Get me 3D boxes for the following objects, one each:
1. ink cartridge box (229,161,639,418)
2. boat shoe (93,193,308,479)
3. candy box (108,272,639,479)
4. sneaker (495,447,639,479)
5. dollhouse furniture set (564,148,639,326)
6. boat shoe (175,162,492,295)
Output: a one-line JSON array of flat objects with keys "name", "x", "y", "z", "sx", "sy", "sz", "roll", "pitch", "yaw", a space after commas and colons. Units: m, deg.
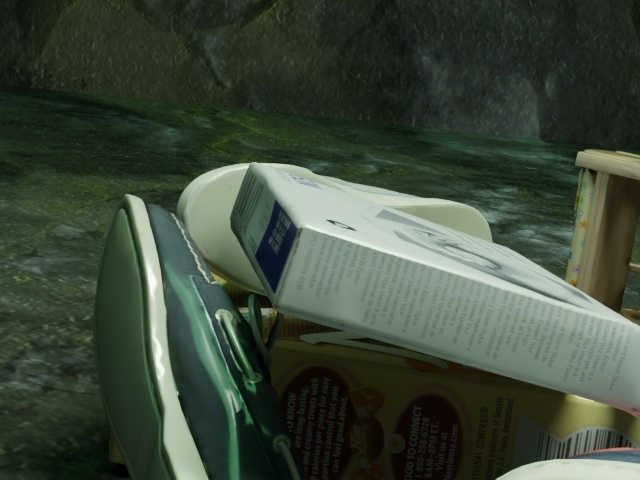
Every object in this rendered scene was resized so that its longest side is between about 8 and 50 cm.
[{"name": "ink cartridge box", "x": 0.073, "y": 0.025, "z": 0.715, "sx": 0.224, "sy": 0.045, "sz": 0.223, "roll": 19, "pitch": 6, "yaw": -12}, {"name": "boat shoe", "x": -0.055, "y": 0.072, "z": 0.700, "sx": 0.079, "sy": 0.095, "sz": 0.254, "roll": 2, "pitch": 37, "yaw": -23}, {"name": "candy box", "x": 0.053, "y": 0.091, "z": 0.853, "sx": 0.316, "sy": 0.087, "sz": 0.183, "roll": 9, "pitch": 10, "yaw": 6}, {"name": "sneaker", "x": 0.235, "y": 0.155, "z": 0.577, "sx": 0.350, "sy": 0.131, "sz": 0.148, "roll": 16, "pitch": 5, "yaw": 18}, {"name": "dollhouse furniture set", "x": 0.227, "y": -0.028, "z": 0.882, "sx": 0.101, "sy": 0.182, "sz": 0.161, "roll": 17, "pitch": 13, "yaw": 36}, {"name": "boat shoe", "x": 0.001, "y": -0.001, "z": 0.897, "sx": 0.227, "sy": 0.079, "sz": 0.081, "roll": 7, "pitch": -2, "yaw": -35}]
